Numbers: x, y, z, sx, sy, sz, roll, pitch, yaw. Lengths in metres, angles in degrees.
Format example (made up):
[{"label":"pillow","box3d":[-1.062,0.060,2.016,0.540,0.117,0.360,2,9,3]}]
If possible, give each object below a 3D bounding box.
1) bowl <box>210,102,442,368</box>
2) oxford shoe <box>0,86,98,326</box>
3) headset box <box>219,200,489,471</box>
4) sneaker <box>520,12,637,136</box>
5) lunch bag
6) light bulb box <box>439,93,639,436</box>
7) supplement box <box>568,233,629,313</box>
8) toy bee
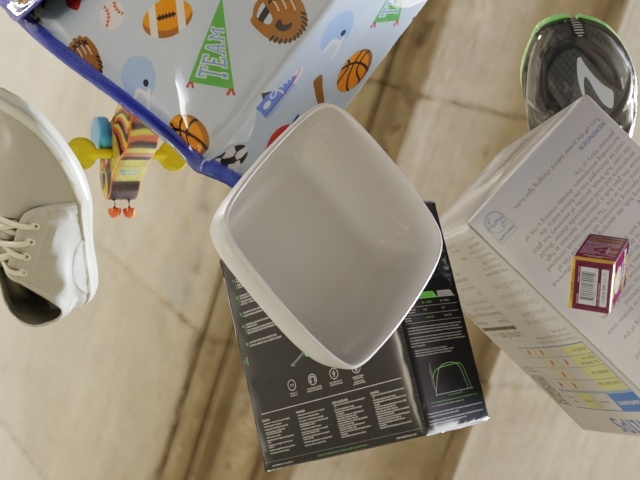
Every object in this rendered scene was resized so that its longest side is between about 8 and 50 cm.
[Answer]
[{"label":"bowl","box3d":[0.000,0.000,0.801,0.142,0.142,0.053,49,145,-15]},{"label":"oxford shoe","box3d":[-0.410,-0.027,1.724,0.169,0.449,0.130,28,-125,21]},{"label":"headset box","box3d":[0.031,0.102,1.438,0.246,0.283,0.131,-21,168,38]},{"label":"sneaker","box3d":[0.395,-0.108,1.873,0.185,0.483,0.202,-4,-154,7]},{"label":"lunch bag","box3d":[-0.128,-0.281,1.261,0.385,0.328,0.239,41,-175,23]},{"label":"light bulb box","box3d":[0.339,0.049,1.575,0.361,0.225,0.358,44,170,-2]},{"label":"supplement box","box3d":[0.277,0.033,1.230,0.043,0.055,0.083,8,-159,22]},{"label":"toy bee","box3d":[-0.313,-0.126,2.033,0.195,0.162,0.298,-8,166,-5]}]
